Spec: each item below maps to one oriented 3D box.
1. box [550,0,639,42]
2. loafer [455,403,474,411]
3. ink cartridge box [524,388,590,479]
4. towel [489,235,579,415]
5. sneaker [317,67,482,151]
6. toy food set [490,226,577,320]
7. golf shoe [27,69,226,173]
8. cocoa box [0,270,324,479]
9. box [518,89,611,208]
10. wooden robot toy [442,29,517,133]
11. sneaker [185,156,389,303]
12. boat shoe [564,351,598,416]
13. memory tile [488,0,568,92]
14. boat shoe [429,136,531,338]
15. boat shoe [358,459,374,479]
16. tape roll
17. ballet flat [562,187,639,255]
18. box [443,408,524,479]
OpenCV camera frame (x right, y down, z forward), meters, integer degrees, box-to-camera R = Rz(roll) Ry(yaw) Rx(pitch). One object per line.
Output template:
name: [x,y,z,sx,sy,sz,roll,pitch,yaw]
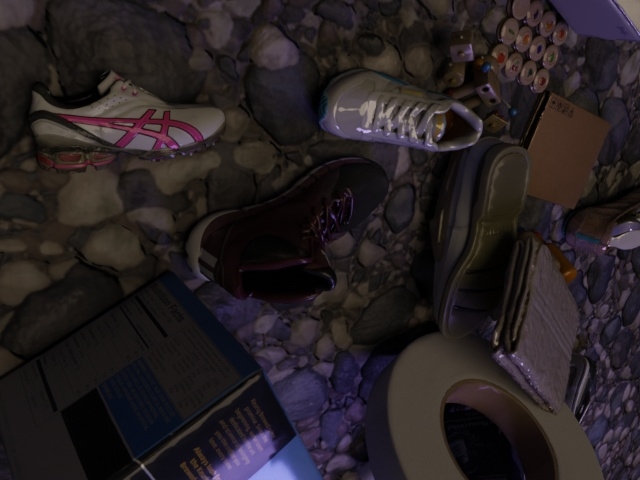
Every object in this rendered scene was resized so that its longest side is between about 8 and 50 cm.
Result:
box: [0.455,-0.424,0.790,0.121,0.148,0.311,36,98,-26]
loafer: [0.290,0.358,1.166,0.045,0.039,0.125,-27,125,-23]
ink cartridge box: [0.387,0.422,1.175,0.353,0.119,0.207,-62,156,5]
towel: [0.324,0.132,0.898,0.282,0.049,0.187,45,58,-44]
sneaker: [0.101,-0.157,0.743,0.229,0.092,0.087,-4,115,-34]
toy food set: [0.301,0.050,1.010,0.232,0.104,0.111,-25,140,-3]
golf shoe: [-0.176,-0.118,0.574,0.186,0.067,0.086,-14,118,-30]
cocoa box: [-0.145,0.257,0.670,0.228,0.231,0.347,-35,128,-19]
box: [0.402,-0.146,1.015,0.201,0.021,0.164,9,106,-39]
wooden robot toy: [0.212,-0.227,0.824,0.173,0.076,0.079,41,50,-41]
sneaker: [0.000,0.000,0.697,0.281,0.162,0.106,-27,125,-23]
boat shoe: [0.535,0.359,1.318,0.079,0.084,0.233,22,95,-40]
memory tile: [0.307,-0.287,0.882,0.148,0.012,0.113,10,105,-39]
boat shoe: [0.221,-0.004,0.895,0.113,0.103,0.302,1,112,-29]
boat shoe: [0.146,0.449,1.073,0.088,0.096,0.267,-33,136,1]
tape roll: [0.249,0.313,0.899,0.392,0.392,0.072,-1,140,-36]
ballet flat: [0.601,-0.030,1.161,0.316,0.106,0.107,-18,121,-29]
box: [0.259,0.380,1.031,0.156,0.158,0.093,-16,125,23]
